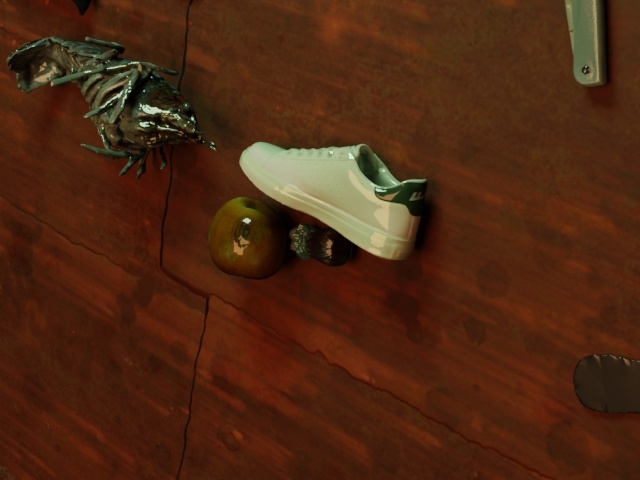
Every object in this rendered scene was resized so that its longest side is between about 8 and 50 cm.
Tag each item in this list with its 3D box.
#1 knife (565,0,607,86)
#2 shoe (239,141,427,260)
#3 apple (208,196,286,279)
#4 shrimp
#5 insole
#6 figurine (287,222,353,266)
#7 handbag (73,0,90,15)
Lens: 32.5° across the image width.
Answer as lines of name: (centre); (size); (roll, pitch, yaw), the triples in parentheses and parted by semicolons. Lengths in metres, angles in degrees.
knife: (0.271, -0.239, 1.131); (0.044, 0.023, 0.162); (1, 100, 38)
shoe: (0.020, -0.080, 1.343); (0.265, 0.095, 0.110); (33, 114, 25)
apple: (-0.097, -0.003, 1.439); (0.114, 0.099, 0.102); (-128, 46, -74)
shrimp: (-0.303, -0.203, 1.557); (0.410, 0.166, 0.221); (43, 158, 41)
insole: (0.378, 0.157, 1.138); (0.253, 0.005, 0.086); (3, 101, 40)
figurine: (0.000, 0.000, 1.404); (0.106, 0.047, 0.060); (10, 88, 48)
handbag: (-0.392, -0.490, 1.607); (0.211, 0.088, 0.254); (36, 124, 27)
